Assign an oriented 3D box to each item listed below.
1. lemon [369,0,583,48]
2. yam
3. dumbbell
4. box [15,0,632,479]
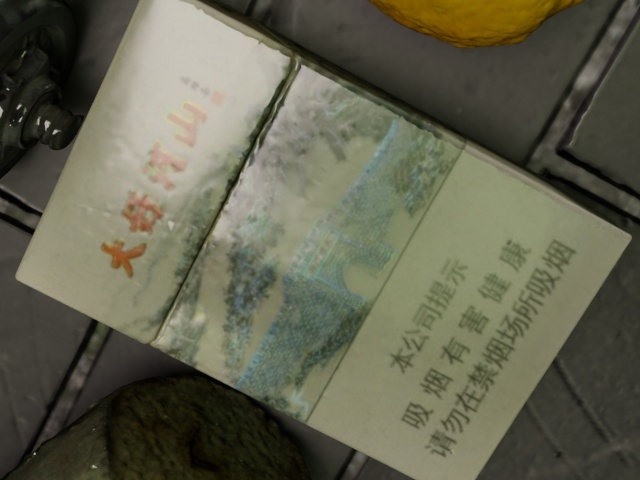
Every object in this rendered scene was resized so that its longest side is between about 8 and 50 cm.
[{"bbox_3d":[0.056,-0.151,0.401,0.155,0.114,0.114,35,103,-3],"label":"lemon"},{"bbox_3d":[-0.135,0.190,0.484,0.254,0.154,0.154,-43,99,15],"label":"yam"},{"bbox_3d":[-0.229,-0.113,0.432,0.254,0.110,0.110,30,104,0],"label":"dumbbell"},{"bbox_3d":[0.000,0.000,0.464,0.256,0.069,0.164,27,104,-5],"label":"box"}]
